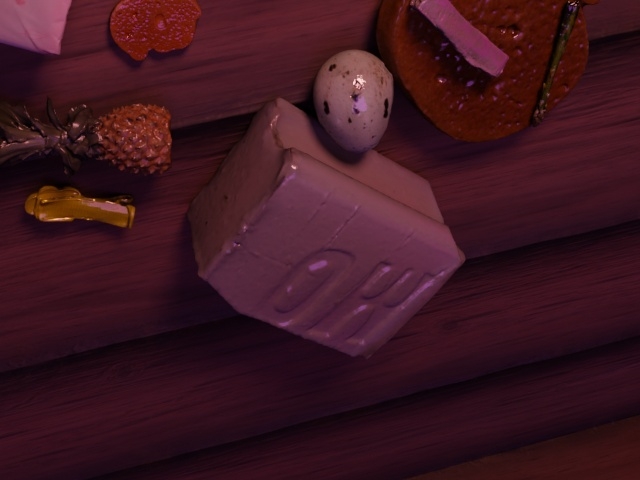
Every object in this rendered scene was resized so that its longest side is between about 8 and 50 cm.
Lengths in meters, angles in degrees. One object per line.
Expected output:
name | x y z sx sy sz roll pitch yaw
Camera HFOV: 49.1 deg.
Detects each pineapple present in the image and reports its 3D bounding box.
pineapple | -0.362 -0.156 1.040 0.277 0.119 0.130 -2 153 -14

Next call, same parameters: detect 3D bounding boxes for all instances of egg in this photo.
egg | 0.056 -0.217 1.101 0.131 0.131 0.164 -19 127 1

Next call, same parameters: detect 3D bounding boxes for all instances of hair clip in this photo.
hair clip | -0.400 -0.058 1.170 0.173 0.046 0.072 3 130 -23

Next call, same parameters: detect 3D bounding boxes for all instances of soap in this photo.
soap | 0.000 0.000 1.248 0.435 0.213 0.350 26 122 -36

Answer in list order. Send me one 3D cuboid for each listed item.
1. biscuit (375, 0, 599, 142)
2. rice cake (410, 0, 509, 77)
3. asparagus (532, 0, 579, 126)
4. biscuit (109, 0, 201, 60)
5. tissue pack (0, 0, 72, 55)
biscuit | 0.277 -0.329 1.113 0.350 0.070 0.394 -31 136 10
rice cake | 0.209 -0.304 1.032 0.206 0.036 0.047 28 113 -38
asparagus | 0.377 -0.278 1.138 0.022 0.023 0.233 23 137 18
biscuit | -0.233 -0.311 0.993 0.130 0.019 0.102 -21 136 3
tissue pack | -0.424 -0.349 0.819 0.271 0.124 0.201 11 133 -28
